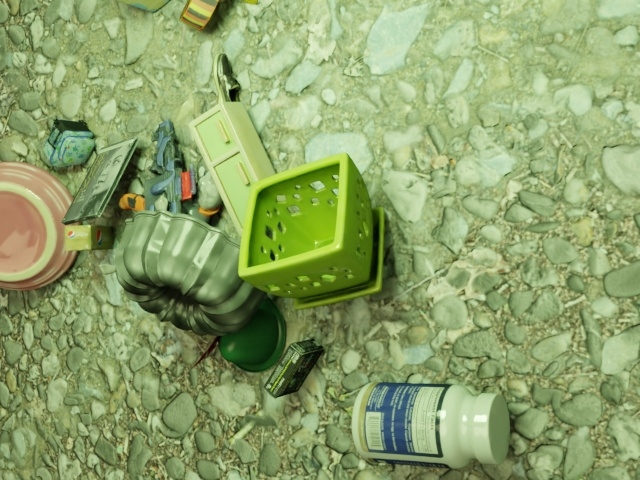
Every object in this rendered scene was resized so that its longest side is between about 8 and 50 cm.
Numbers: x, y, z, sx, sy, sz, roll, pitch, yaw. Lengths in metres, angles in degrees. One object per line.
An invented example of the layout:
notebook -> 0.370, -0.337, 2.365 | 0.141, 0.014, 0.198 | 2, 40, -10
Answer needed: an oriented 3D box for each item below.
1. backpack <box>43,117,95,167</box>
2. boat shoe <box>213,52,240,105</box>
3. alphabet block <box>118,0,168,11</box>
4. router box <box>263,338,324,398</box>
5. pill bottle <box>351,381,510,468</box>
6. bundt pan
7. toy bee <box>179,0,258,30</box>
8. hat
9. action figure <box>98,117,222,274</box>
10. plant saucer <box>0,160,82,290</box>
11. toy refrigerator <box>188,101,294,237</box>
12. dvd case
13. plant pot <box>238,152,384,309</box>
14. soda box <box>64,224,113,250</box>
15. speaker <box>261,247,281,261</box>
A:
backpack -> -0.623, -0.232, 1.979 | 0.084, 0.105, 0.114 | 49, 118, 21
boat shoe -> -0.200, -0.338, 1.767 | 0.049, 0.056, 0.152 | -4, 99, 25
alphabet block -> -0.398, -0.660, 1.794 | 0.197, 0.192, 0.193 | -28, 79, 28
router box -> -0.055, 0.266, 1.668 | 0.038, 0.092, 0.122 | 39, 109, 24
pill bottle -> 0.205, 0.342, 1.485 | 0.264, 0.153, 0.153 | -3, 89, 30
bundt pan -> -0.271, 0.084, 1.613 | 0.331, 0.331, 0.124 | 4, 54, 30
toy bee -> -0.221, -0.585, 1.692 | 0.195, 0.162, 0.298 | 3, 112, -13
hat -> -0.197, 0.216, 1.695 | 0.173, 0.183, 0.208 | 13, 98, 30
action figure -> -0.354, -0.097, 1.833 | 0.330, 0.178, 0.341 | -18, 52, 23
plant saucer -> -0.767, -0.028, 1.993 | 0.332, 0.084, 0.332 | 1, 104, 2
toy refrigerator -> -0.171, -0.151, 1.704 | 0.102, 0.094, 0.269 | -26, 86, 28
dvd case -> -0.516, -0.140, 1.880 | 0.164, 0.018, 0.221 | -8, 53, 45
plant pot -> 0.000, 0.000, 1.537 | 0.227, 0.207, 0.228 | -16, 51, 28
soda box -> -0.544, -0.006, 1.892 | 0.061, 0.181, 0.058 | -2, 90, 1
speaker -> -0.120, 0.034, 1.675 | 0.055, 0.136, 0.055 | 0, 90, 30
